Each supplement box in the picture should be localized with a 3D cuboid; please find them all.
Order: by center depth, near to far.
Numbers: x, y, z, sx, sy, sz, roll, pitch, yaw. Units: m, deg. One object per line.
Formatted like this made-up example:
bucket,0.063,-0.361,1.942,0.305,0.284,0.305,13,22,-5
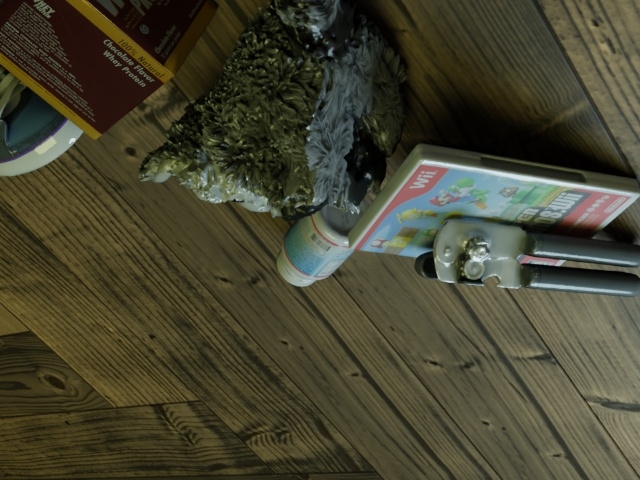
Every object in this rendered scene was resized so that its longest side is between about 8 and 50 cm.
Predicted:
supplement box,-0.266,-0.255,1.279,0.191,0.129,0.194,40,141,-20

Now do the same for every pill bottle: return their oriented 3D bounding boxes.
pill bottle,0.000,0.000,1.479,0.087,0.087,0.160,31,143,-9

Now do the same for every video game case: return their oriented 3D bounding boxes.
video game case,0.201,-0.030,1.284,0.285,0.025,0.204,7,148,-20

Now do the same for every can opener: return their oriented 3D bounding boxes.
can opener,0.255,0.021,1.304,0.280,0.074,0.093,5,-177,-15

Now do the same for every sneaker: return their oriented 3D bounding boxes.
sneaker,-0.491,-0.209,1.459,0.323,0.130,0.236,2,142,36

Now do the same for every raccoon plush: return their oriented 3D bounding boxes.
raccoon plush,-0.076,-0.219,1.235,0.299,0.216,0.446,15,118,32
